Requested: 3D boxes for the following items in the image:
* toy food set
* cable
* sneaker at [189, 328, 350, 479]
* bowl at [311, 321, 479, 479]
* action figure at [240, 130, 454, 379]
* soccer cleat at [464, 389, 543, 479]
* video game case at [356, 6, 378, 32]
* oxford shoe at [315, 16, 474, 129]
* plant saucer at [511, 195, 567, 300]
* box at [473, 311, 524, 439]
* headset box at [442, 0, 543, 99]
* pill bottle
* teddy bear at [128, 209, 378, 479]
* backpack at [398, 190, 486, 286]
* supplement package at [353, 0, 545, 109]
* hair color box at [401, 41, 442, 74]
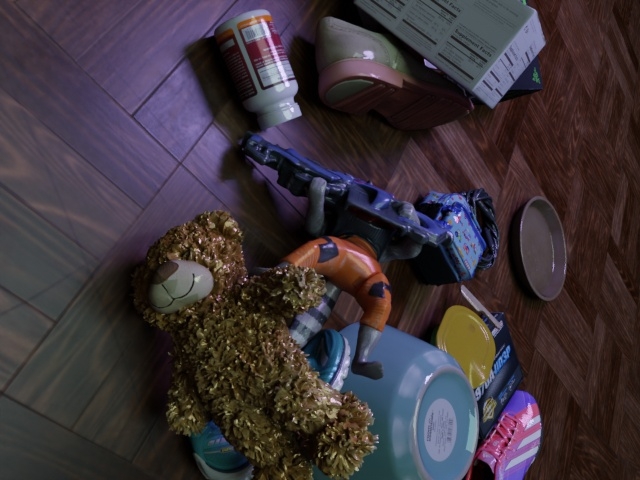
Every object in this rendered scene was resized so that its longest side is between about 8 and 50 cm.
[{"bbox_3d":[0.267,0.201,1.011,0.128,0.071,0.218,43,42,0],"label":"toy food set"},{"bbox_3d":[0.357,-0.025,1.175,0.151,0.047,0.184,-8,87,-49],"label":"cable"},{"bbox_3d":[-0.057,0.201,0.704,0.275,0.107,0.109,-39,101,-40],"label":"sneaker"},{"bbox_3d":[0.137,0.283,0.832,0.312,0.163,0.311,9,78,-44],"label":"bowl"},{"bbox_3d":[0.000,0.000,0.757,0.342,0.178,0.330,30,39,1],"label":"action figure"},{"bbox_3d":[0.372,0.439,1.075,0.116,0.109,0.318,49,57,-30],"label":"soccer cleat"},{"bbox_3d":[0.087,-0.515,0.943,0.201,0.023,0.183,54,48,-53],"label":"video game case"},{"bbox_3d":[0.150,-0.301,0.949,0.397,0.141,0.146,3,72,-47],"label":"oxford shoe"},{"bbox_3d":[0.575,0.022,1.374,0.278,0.041,0.277,8,78,-44],"label":"plant saucer"},{"bbox_3d":[0.348,0.281,1.110,0.220,0.051,0.175,-32,106,-41],"label":"box"},{"bbox_3d":[0.378,-0.443,1.187,0.283,0.131,0.246,-16,96,-45],"label":"headset box"},{"bbox_3d":[-0.085,-0.240,0.746,0.086,0.086,0.151,-33,108,-41],"label":"pill bottle"},{"bbox_3d":[-0.088,0.128,0.565,0.113,0.245,0.337,-20,90,-59],"label":"teddy bear"},{"bbox_3d":[0.249,-0.017,1.015,0.173,0.117,0.158,-49,118,-40],"label":"backpack"},{"bbox_3d":[0.228,-0.374,0.902,0.262,0.145,0.204,45,22,17],"label":"supplement package"},{"bbox_3d":[0.210,-0.428,1.079,0.093,0.053,0.167,-11,91,-43],"label":"hair color box"}]
